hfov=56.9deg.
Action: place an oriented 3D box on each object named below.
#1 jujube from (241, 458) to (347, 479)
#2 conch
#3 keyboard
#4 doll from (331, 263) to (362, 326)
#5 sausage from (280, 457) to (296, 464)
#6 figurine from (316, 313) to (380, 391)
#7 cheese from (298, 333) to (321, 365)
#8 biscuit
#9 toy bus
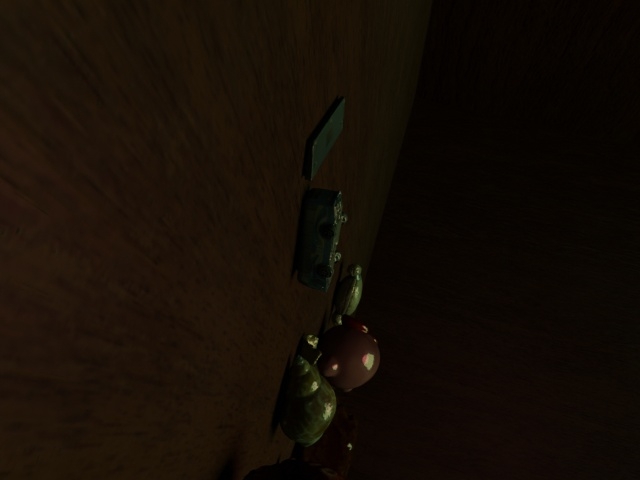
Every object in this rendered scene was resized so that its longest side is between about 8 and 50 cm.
[{"bbox_3d":[-0.042,0.403,0.764,0.213,0.212,0.233,-62,158,-60],"label":"jujube"},{"bbox_3d":[-0.030,0.312,1.097,0.173,0.105,0.116,118,-12,-46],"label":"conch"},{"bbox_3d":[0.008,-0.144,0.809,0.176,0.014,0.055,-65,166,-54],"label":"keyboard"},{"bbox_3d":[0.079,0.150,1.654,0.104,0.071,0.214,-61,167,-57],"label":"doll"},{"bbox_3d":[-0.083,0.564,1.270,0.076,0.076,0.198,96,10,-47],"label":"sausage"},{"bbox_3d":[0.069,0.300,1.524,0.173,0.173,0.174,15,90,-82],"label":"figurine"},{"bbox_3d":[-0.025,0.223,1.162,0.084,0.041,0.060,-119,-130,-79],"label":"cheese"},{"bbox_3d":[-0.007,0.694,1.727,0.395,0.166,0.343,-62,162,-56],"label":"biscuit"},{"bbox_3d":[0.000,0.000,0.847,0.051,0.061,0.153,-62,163,-55],"label":"toy bus"}]
